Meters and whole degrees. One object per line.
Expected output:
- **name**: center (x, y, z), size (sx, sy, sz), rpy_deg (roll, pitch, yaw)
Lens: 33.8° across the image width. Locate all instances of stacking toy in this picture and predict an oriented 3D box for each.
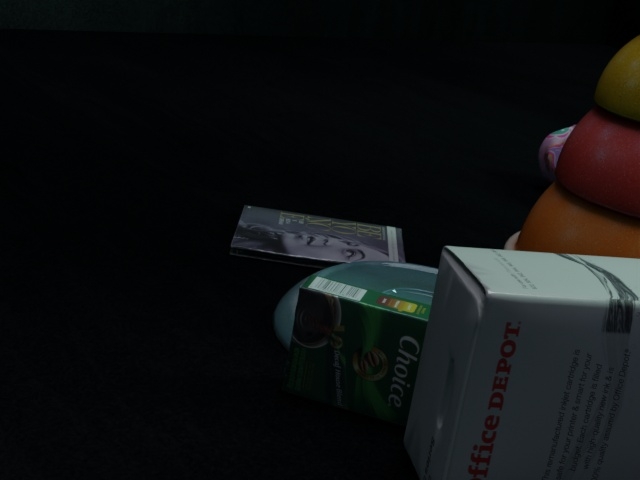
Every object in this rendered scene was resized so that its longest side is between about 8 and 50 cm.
- **stacking toy**: center (0.433, -0.131, 1.246), size (0.350, 0.480, 0.351), rpy_deg (9, 20, -3)

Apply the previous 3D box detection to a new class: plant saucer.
- **plant saucer**: center (0.107, 0.089, 1.144), size (0.317, 0.044, 0.318), rpy_deg (9, 20, -3)

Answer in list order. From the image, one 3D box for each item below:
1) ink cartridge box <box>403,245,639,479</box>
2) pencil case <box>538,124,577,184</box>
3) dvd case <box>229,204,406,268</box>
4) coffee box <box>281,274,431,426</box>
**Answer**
- **ink cartridge box**: center (0.224, 0.119, 0.879), size (0.272, 0.199, 0.115), rpy_deg (5, 19, -13)
- **pencil case**: center (0.465, -0.100, 1.710), size (0.124, 0.124, 0.284), rpy_deg (3, 20, -17)
- **dvd case**: center (0.000, 0.000, 1.373), size (0.221, 0.018, 0.164), rpy_deg (9, 20, -1)
- **coffee box**: center (0.062, 0.108, 0.968), size (0.184, 0.113, 0.040), rpy_deg (15, 19, 12)
